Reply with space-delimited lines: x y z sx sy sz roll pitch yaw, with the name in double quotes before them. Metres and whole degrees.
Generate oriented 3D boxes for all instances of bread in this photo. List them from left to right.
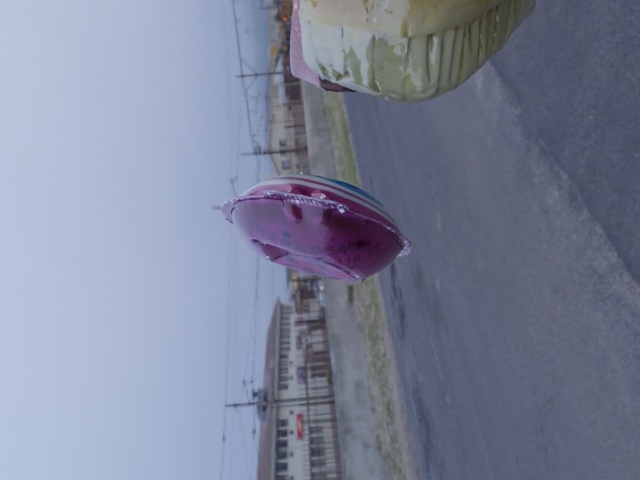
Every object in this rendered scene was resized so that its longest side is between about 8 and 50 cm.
"bread" 0.089 -0.205 0.480 0.236 0.140 0.106 -45 -35 -34

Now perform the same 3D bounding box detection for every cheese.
"cheese" 0.000 0.000 0.504 0.244 0.155 0.062 68 -146 -74

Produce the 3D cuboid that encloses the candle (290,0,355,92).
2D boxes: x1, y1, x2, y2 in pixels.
"candle" 0.065 -0.352 0.940 0.131 0.287 0.317 33 173 40
